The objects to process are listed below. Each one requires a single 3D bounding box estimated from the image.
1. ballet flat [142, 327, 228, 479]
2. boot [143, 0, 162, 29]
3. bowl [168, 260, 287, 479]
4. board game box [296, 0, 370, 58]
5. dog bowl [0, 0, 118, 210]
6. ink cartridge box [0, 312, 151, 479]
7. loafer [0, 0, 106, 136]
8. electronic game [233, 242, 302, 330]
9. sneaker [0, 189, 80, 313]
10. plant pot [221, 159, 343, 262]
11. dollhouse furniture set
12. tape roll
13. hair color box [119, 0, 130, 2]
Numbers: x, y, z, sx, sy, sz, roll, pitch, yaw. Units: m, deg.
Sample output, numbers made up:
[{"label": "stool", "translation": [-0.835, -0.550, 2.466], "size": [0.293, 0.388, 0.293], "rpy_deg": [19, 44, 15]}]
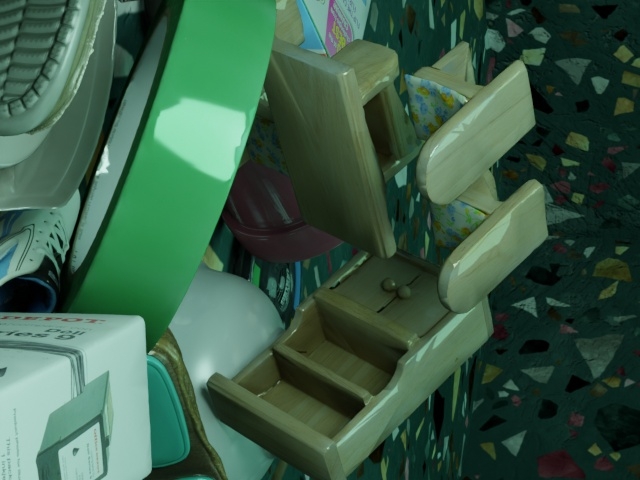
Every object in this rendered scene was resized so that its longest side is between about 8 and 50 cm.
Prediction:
[{"label": "ballet flat", "translation": [-0.153, 0.197, 1.441], "size": [0.124, 0.116, 0.342], "rpy_deg": [-99, 177, -55]}, {"label": "boot", "translation": [-0.175, -0.326, 1.427], "size": [0.229, 0.091, 0.263], "rpy_deg": [14, 74, -69]}, {"label": "bowl", "translation": [-0.098, 0.165, 1.669], "size": [0.298, 0.134, 0.298], "rpy_deg": [2, 90, -74]}, {"label": "board game box", "translation": [-0.013, -0.337, 1.639], "size": [0.242, 0.064, 0.316], "rpy_deg": [63, 29, -42]}, {"label": "dog bowl", "translation": [-0.259, -0.177, 1.078], "size": [0.349, 0.102, 0.349], "rpy_deg": [2, 90, -75]}, {"label": "ink cartridge box", "translation": [-0.255, 0.127, 0.945], "size": [0.289, 0.211, 0.121], "rpy_deg": [-29, 119, -73]}, {"label": "loafer", "translation": [-0.175, -0.175, 1.016], "size": [0.087, 0.094, 0.251], "rpy_deg": [55, 40, -59]}, {"label": "electronic game", "translation": [-0.063, 0.062, 1.937], "size": [0.229, 0.048, 0.229], "rpy_deg": [3, 90, -74]}, {"label": "sneaker", "translation": [-0.238, 0.025, 1.225], "size": [0.237, 0.086, 0.085], "rpy_deg": [-70, 155, -51]}, {"label": "plant pot", "translation": [-0.048, -0.103, 1.728], "size": [0.180, 0.201, 0.201], "rpy_deg": [55, 38, -41]}, {"label": "dollhouse furniture set", "translation": [0.000, 0.000, 1.434], "size": [0.256, 0.362, 0.394], "rpy_deg": [-41, 137, -27]}, {"label": "tape roll", "translation": [-0.131, -0.066, 1.228], "size": [0.321, 0.077, 0.321], "rpy_deg": [-161, -90, -76]}, {"label": "hair color box", "translation": [-0.181, -0.261, 1.279], "size": [0.043, 0.141, 0.072], "rpy_deg": [-13, 125, -29]}]
